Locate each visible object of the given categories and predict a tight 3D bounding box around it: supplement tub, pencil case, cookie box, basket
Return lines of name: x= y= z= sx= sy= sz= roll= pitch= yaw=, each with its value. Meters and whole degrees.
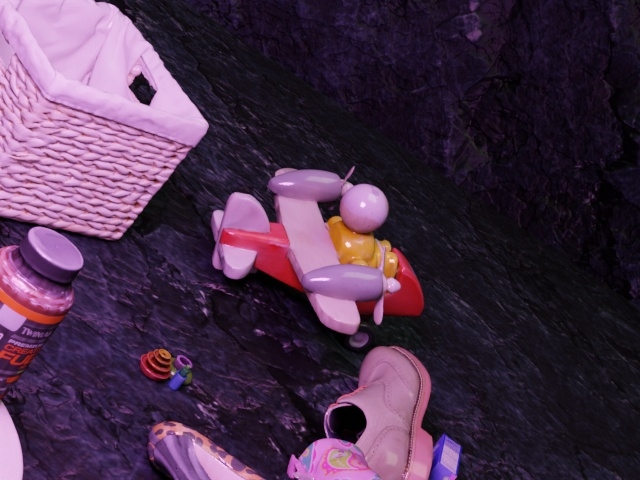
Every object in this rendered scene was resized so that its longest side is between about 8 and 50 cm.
supplement tub: x=-0.344 y=0.079 z=1.505 sx=0.106 sy=0.198 sz=0.106 roll=33 pitch=20 yaw=-14
pencil case: x=0.051 y=0.365 z=1.797 sx=0.124 sy=0.124 sz=0.284 roll=28 pitch=6 yaw=-28
cookie box: x=0.180 y=0.371 z=2.152 sx=0.040 sy=0.092 sz=0.107 roll=35 pitch=21 yaw=-1
basket: x=-0.416 y=-0.211 z=2.117 sx=0.331 sy=0.266 sz=0.328 roll=12 pitch=33 yaw=-50

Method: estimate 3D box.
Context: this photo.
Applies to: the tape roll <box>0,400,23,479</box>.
tape roll: x=-0.493 y=0.189 z=1.405 sx=0.392 sy=0.072 sz=0.392 roll=34 pitch=20 yaw=-14

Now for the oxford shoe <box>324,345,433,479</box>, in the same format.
oxford shoe: x=0.085 y=0.266 z=2.154 sx=0.146 sy=0.140 sz=0.397 roll=26 pitch=20 yaw=-13

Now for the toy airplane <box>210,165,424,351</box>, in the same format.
toy airplane: x=0.000 y=0.000 z=2.376 sx=0.386 sy=0.272 sz=0.384 roll=45 pitch=21 yaw=15

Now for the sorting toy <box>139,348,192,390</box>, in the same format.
sorting toy: x=-0.212 y=0.180 z=1.955 sx=0.102 sy=0.042 sz=0.061 roll=10 pitch=35 yaw=-54

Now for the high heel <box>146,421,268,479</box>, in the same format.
high heel: x=-0.108 y=0.324 z=1.784 sx=0.261 sy=0.093 sz=0.186 roll=35 pitch=3 yaw=-34
